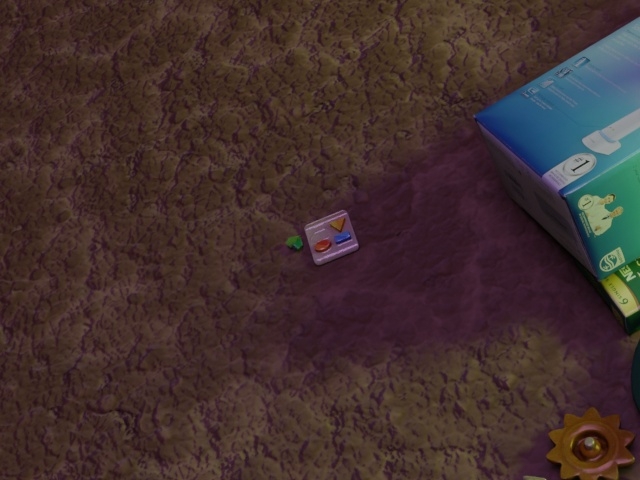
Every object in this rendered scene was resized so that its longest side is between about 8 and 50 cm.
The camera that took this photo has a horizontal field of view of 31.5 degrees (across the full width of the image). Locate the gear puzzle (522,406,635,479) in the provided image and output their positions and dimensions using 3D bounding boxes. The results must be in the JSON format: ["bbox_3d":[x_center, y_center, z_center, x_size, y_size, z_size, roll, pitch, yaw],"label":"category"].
[{"bbox_3d":[0.222,0.308,1.054,0.176,0.044,0.338,2,55,24],"label":"gear puzzle"}]

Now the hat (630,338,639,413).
[{"bbox_3d":[0.440,0.133,1.100,0.208,0.184,0.172,-39,32,47],"label":"hat"}]

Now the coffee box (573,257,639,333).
[{"bbox_3d":[0.372,0.009,1.198,0.184,0.040,0.113,-28,51,1],"label":"coffee box"}]

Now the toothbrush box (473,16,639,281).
[{"bbox_3d":[0.349,-0.123,1.209,0.296,0.126,0.216,-32,33,-2],"label":"toothbrush box"}]

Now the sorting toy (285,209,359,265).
[{"bbox_3d":[0.000,0.000,1.364,0.083,0.012,0.062,-22,52,5],"label":"sorting toy"}]
